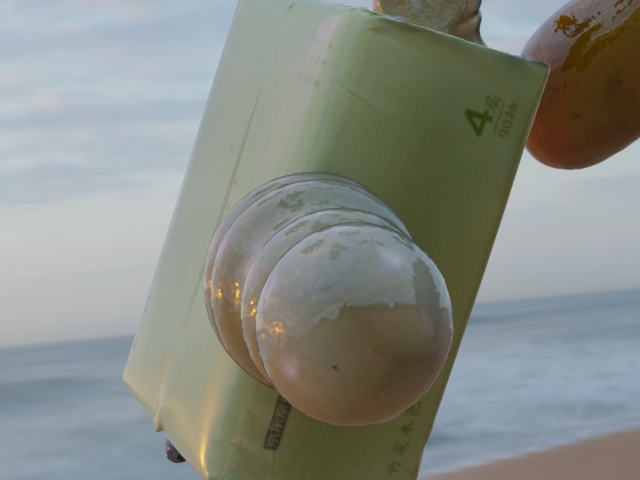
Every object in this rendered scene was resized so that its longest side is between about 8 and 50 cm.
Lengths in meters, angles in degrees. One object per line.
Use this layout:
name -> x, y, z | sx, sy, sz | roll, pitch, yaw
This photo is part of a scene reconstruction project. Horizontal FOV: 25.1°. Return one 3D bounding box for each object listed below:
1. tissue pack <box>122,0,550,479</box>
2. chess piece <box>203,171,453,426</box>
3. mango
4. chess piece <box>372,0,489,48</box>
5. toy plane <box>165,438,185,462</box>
tissue pack -> 0.000, 0.000, 0.722 | 0.125, 0.234, 0.159 | 14, 8, -25
chess piece -> 0.007, 0.027, 0.542 | 0.094, 0.094, 0.170 | -5, 8, -8
mango -> 0.255, -0.160, 1.242 | 0.138, 0.113, 0.253 | 23, -51, -21
chess piece -> 0.079, -0.183, 1.066 | 0.090, 0.200, 0.090 | -13, 23, 6
toy plane -> -0.067, 0.142, 1.032 | 0.054, 0.062, 0.167 | -14, -52, 35
